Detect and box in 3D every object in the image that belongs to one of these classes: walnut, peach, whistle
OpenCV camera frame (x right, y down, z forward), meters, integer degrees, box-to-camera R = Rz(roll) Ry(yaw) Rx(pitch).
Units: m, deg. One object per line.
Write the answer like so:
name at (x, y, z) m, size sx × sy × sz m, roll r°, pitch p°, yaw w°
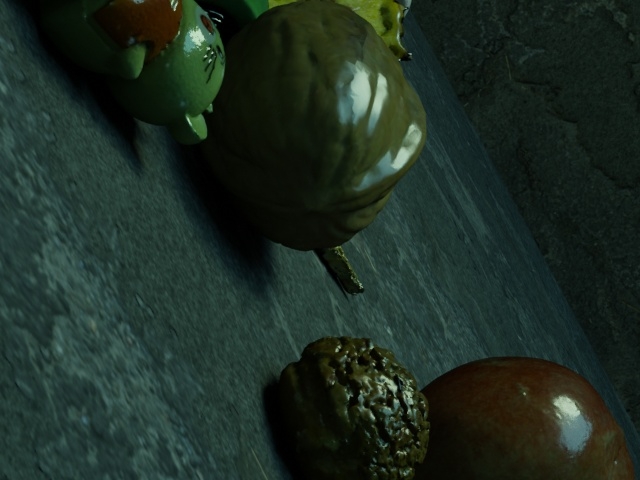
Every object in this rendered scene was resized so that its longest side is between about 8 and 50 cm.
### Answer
walnut at (-0.010, -0.111, 1.518) m, size 0.225 × 0.225 × 0.261 m, roll 54°, pitch 21°, yaw -37°
peach at (0.193, 0.236, 1.584) m, size 0.252 × 0.252 × 0.252 m, roll 58°, pitch 14°, yaw -23°
whistle at (-0.163, -0.189, 1.283) m, size 0.288 × 0.106 × 0.131 m, roll 50°, pitch 25°, yaw -45°

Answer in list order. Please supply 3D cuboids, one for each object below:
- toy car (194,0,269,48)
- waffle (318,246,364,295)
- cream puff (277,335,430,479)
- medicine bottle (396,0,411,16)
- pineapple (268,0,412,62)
toy car at (-0.140, -0.344, 1.528) m, size 0.358 × 0.176 × 0.213 m, roll 50°, pitch 19°, yaw -47°
waffle at (0.000, 0.000, 1.749) m, size 0.152 × 0.023 × 0.097 m, roll 64°, pitch 14°, yaw -2°
cream puff at (0.034, 0.153, 1.373) m, size 0.150 × 0.115 × 0.165 m, roll 44°, pitch 22°, yaw -51°
medicine bottle at (-0.043, -0.410, 1.957) m, size 0.213 × 0.213 × 0.378 m, roll 36°, pitch 29°, yaw -64°
pineapple at (-0.007, -0.224, 1.727) m, size 0.076 × 0.225 × 0.225 m, roll 117°, pitch -42°, yaw -56°
